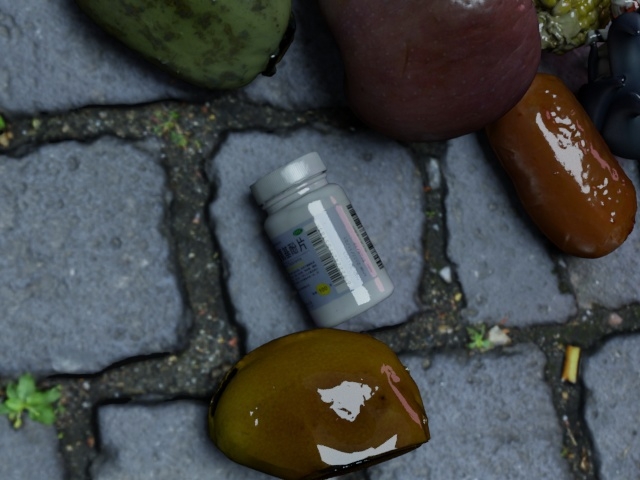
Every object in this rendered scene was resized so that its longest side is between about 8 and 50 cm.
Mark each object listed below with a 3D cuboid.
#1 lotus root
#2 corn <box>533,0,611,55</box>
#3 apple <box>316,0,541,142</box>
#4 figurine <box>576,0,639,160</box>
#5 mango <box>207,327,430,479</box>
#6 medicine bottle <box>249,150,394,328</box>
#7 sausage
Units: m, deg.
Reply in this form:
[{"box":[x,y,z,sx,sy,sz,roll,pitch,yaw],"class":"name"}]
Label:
[{"box":[-0.173,-0.284,1.363,0.309,0.173,0.173,27,69,-14],"class":"lotus root"},{"box":[0.364,-0.367,1.623,0.130,0.130,0.347,45,63,-8],"class":"corn"},{"box":[0.119,-0.266,1.415,0.235,0.306,0.306,-18,85,5],"class":"apple"},{"box":[0.411,-0.227,1.527,0.175,0.265,0.197,-13,51,-9],"class":"figurine"},{"box":[-0.007,0.182,1.338,0.236,0.136,0.166,-12,69,-20],"class":"mango"},{"box":[0.000,0.000,1.395,0.102,0.103,0.187,-28,91,-26],"class":"medicine bottle"},{"box":[0.298,-0.095,1.533,0.133,0.133,0.258,-33,94,-26],"class":"sausage"}]
